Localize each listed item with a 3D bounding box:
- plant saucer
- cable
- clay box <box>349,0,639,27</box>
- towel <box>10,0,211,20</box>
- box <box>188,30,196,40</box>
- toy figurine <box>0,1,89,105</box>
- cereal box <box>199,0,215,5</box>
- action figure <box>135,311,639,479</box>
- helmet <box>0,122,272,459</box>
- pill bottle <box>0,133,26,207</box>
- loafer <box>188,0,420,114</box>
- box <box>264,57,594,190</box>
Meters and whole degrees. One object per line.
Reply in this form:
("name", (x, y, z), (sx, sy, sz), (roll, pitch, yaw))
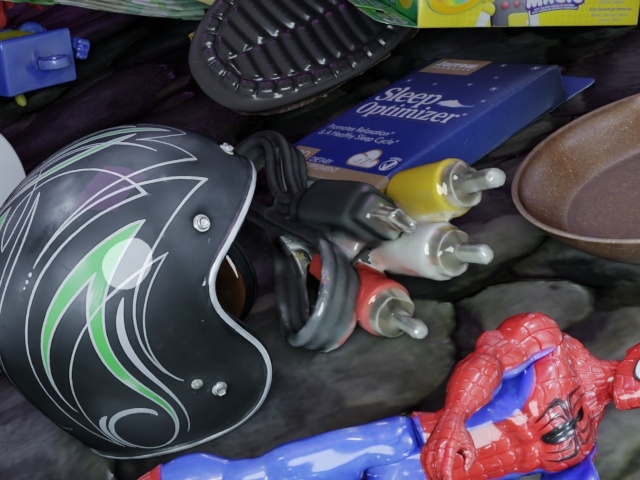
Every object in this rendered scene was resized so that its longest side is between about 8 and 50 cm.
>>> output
("plant saucer", (0.211, -0.038, 0.663), (0.199, 0.036, 0.198), (-17, 26, 8))
("cable", (0.000, 0.000, 0.734), (0.139, 0.072, 0.287), (-60, 25, -7))
("clay box", (0.140, -0.215, 0.970), (0.222, 0.053, 0.127), (-2, 22, -14))
("towel", (-0.318, -0.355, 1.424), (0.325, 0.038, 0.248), (-1, 39, -38))
("box", (-0.052, -0.231, 1.228), (0.169, 0.054, 0.059), (-37, 29, -30))
("toy figurine", (-0.392, -0.238, 1.338), (0.217, 0.191, 0.363), (18, 25, 30))
("cereal box", (-0.143, -0.334, 1.407), (0.173, 0.047, 0.240), (16, 20, -15))
("action figure", (0.028, 0.109, 0.443), (0.280, 0.091, 0.139), (-23, 19, -3))
("helmet", (-0.103, 0.020, 0.633), (0.170, 0.161, 0.169), (-17, 25, 8))
("pill bottle", (-0.377, -0.025, 0.942), (0.265, 0.153, 0.153), (-4, 30, 30))
("loafer", (0.037, -0.215, 1.088), (0.366, 0.133, 0.130), (-33, -9, -21))
("box", (0.083, -0.089, 0.865), (0.225, 0.036, 0.136), (-33, 27, -27))
